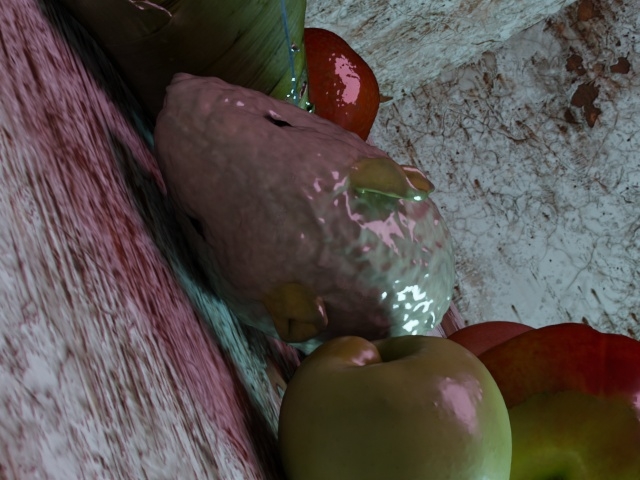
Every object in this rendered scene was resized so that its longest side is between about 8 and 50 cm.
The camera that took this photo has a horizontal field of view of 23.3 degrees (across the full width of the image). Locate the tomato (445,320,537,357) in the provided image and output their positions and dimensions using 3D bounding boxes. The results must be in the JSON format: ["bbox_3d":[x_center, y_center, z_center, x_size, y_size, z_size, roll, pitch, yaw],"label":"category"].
[{"bbox_3d":[0.261,0.239,2.220,0.256,0.225,0.255,-19,90,-86],"label":"tomato"}]

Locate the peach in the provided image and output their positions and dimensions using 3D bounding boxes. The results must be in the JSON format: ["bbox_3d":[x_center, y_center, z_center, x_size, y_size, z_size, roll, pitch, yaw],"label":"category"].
[{"bbox_3d":[0.294,0.261,1.821,0.370,0.370,0.370,60,7,-12],"label":"peach"}]

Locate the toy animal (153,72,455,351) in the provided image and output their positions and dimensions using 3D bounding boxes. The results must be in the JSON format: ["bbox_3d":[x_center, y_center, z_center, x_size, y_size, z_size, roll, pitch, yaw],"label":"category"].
[{"bbox_3d":[0.004,0.003,1.326,0.226,0.188,0.358,37,3,43],"label":"toy animal"}]

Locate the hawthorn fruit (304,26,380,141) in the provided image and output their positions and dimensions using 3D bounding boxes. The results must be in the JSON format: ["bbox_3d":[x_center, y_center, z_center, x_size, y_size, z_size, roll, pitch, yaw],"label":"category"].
[{"bbox_3d":[-0.033,-0.146,1.872,0.196,0.197,0.225,56,39,-36],"label":"hawthorn fruit"}]

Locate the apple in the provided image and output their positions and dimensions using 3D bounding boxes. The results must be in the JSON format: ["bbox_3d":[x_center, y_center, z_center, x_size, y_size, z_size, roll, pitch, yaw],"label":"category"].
[{"bbox_3d":[0.060,0.161,1.223,0.200,0.200,0.200,60,7,-12],"label":"apple"}]

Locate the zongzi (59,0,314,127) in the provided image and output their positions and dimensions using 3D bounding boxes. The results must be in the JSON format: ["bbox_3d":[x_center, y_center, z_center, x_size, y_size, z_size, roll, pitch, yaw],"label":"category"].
[{"bbox_3d":[-0.054,-0.252,1.439,0.160,0.360,0.323,19,-28,36],"label":"zongzi"}]

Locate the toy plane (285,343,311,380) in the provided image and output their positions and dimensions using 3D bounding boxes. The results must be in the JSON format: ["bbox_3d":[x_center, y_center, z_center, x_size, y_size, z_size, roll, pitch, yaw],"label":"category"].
[{"bbox_3d":[0.011,0.120,1.450,0.162,0.065,0.171,35,4,-16],"label":"toy plane"}]
